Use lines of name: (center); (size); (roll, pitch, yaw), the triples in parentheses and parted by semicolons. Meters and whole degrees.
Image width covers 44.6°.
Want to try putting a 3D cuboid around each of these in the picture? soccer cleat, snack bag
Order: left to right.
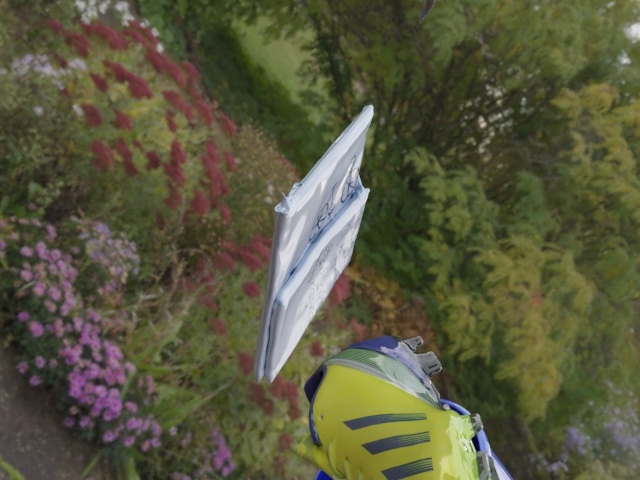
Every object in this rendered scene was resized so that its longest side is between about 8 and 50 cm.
snack bag: (0.000, 0.000, 1.153); (0.323, 0.037, 0.343); (-53, 160, -47)
soccer cleat: (0.046, 0.145, 0.522); (0.289, 0.121, 0.093); (-117, -172, -78)

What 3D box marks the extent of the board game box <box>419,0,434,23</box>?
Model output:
board game box: (0.135, -0.354, 0.991); (0.169, 0.033, 0.133); (-104, -152, -85)

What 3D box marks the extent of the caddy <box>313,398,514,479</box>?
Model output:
caddy: (0.093, 0.329, 0.842); (0.179, 0.241, 0.341); (49, 30, -26)
